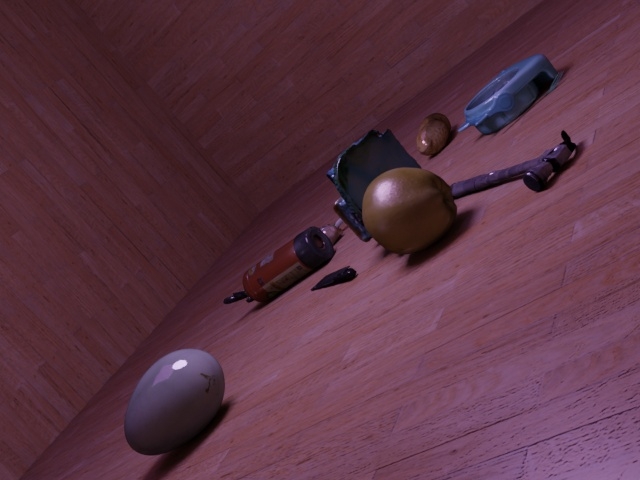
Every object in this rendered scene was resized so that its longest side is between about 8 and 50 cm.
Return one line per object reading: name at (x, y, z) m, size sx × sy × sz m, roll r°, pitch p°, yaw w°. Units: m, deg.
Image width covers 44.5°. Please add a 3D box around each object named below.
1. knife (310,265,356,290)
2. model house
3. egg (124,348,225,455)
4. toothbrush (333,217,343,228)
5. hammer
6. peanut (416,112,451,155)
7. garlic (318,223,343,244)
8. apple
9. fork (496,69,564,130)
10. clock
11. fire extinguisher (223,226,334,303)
knife at (0.042, 0.089, 2.006) m, size 0.072 × 0.019 × 0.245 m, roll -44°, pitch 8°, yaw -24°
model house at (0.105, -0.099, 1.871) m, size 0.226 × 0.261 × 0.241 m, roll -46°, pitch 12°, yaw -31°
egg at (-0.326, 0.360, 1.740) m, size 0.264 × 0.183 × 0.183 m, roll -49°, pitch 11°, yaw -9°
toothbrush at (0.021, -0.016, 2.477) m, size 0.418 × 0.040 × 0.042 m, roll -37°, pitch 13°, yaw 21°
hammer at (0.375, -0.133, 1.650) m, size 0.152 × 0.044 × 0.427 m, roll -44°, pitch 10°, yaw -21°
peanut at (0.355, -0.336, 2.457) m, size 0.229 × 0.098 × 0.103 m, roll -59°, pitch -21°, yaw -63°
garlic at (0.003, 0.007, 2.409) m, size 0.152 × 0.066 × 0.084 m, roll -34°, pitch -16°, yaw 20°
apple at (0.188, -0.064, 1.663) m, size 0.200 × 0.200 × 0.200 m, roll -40°, pitch 10°, yaw 8°
fork at (0.546, -0.354, 2.030) m, size 0.235 × 0.021 × 0.039 m, roll -43°, pitch 6°, yaw -2°
clock at (0.496, -0.381, 2.133) m, size 0.274 × 0.094 × 0.223 m, roll -45°, pitch 10°, yaw -11°
fire extinguisher at (-0.110, 0.100, 2.367) m, size 0.376 × 0.113 × 0.200 m, roll -34°, pitch -30°, yaw 30°
